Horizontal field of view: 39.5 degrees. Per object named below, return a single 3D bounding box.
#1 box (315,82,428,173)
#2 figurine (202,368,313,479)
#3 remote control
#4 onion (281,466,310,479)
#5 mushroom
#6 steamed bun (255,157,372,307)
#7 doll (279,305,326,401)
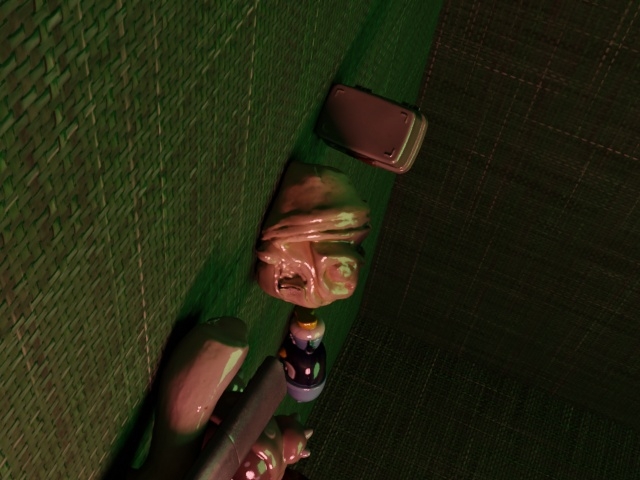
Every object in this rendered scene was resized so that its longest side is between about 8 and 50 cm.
[{"bbox_3d":[0.105,-0.233,1.829,0.148,0.210,0.129,-68,164,5],"label":"box"},{"bbox_3d":[-0.202,0.423,1.589,0.381,0.248,0.203,-53,173,-8],"label":"figurine"},{"bbox_3d":[-0.159,0.348,1.411,0.378,0.044,0.107,-55,154,-40],"label":"remote control"},{"bbox_3d":[-0.089,0.522,1.790,0.135,0.173,0.198,-34,104,-57],"label":"onion"},{"bbox_3d":[-0.211,0.277,1.429,0.329,0.122,0.159,-67,156,-1],"label":"mushroom"},{"bbox_3d":[0.000,0.000,1.780,0.275,0.206,0.320,-63,167,-19],"label":"steamed bun"},{"bbox_3d":[-0.051,0.334,2.525,0.177,0.141,0.314,-112,-158,-58],"label":"doll"}]
